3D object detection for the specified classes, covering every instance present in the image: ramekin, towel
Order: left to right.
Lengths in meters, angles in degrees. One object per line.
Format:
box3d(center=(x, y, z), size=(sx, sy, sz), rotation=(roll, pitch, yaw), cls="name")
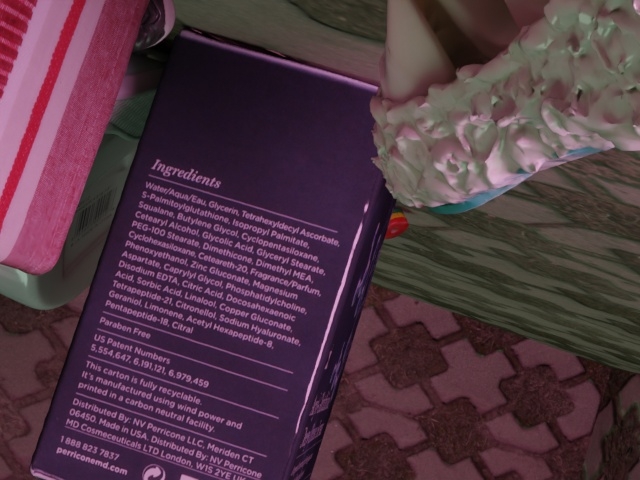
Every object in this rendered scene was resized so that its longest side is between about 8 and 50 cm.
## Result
box3d(center=(-0.197, -0.115, 0.593), size=(0.037, 0.237, 0.329), rotation=(17, 175, 16), cls="towel")
box3d(center=(-0.305, -0.056, 1.231), size=(0.135, 0.277, 0.277), rotation=(29, 177, 10), cls="ramekin")

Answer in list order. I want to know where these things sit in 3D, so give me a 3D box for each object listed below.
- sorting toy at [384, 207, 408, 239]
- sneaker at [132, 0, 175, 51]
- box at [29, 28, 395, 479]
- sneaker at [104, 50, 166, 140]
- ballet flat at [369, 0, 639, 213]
box3d(center=(0.000, 0.000, 1.484), size=(0.275, 0.046, 0.132), rotation=(-18, 154, -12), cls="sorting toy")
box3d(center=(-0.182, -0.182, 0.837), size=(0.211, 0.080, 0.081), rotation=(13, -164, 38), cls="sneaker")
box3d(center=(-0.072, 0.052, 1.031), size=(0.212, 0.395, 0.293), rotation=(16, 175, 7), cls="box")
box3d(center=(-0.216, -0.174, 1.020), size=(0.151, 0.094, 0.256), rotation=(52, -156, 11), cls="sneaker")
box3d(center=(0.104, -0.104, 0.482), size=(0.147, 0.147, 0.409), rotation=(20, 171, -16), cls="ballet flat")
